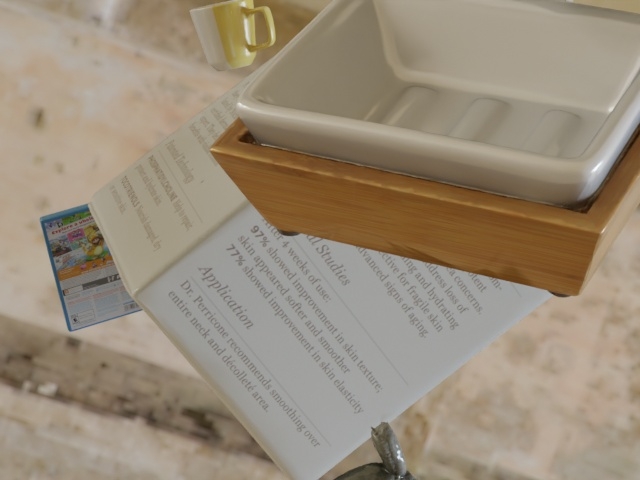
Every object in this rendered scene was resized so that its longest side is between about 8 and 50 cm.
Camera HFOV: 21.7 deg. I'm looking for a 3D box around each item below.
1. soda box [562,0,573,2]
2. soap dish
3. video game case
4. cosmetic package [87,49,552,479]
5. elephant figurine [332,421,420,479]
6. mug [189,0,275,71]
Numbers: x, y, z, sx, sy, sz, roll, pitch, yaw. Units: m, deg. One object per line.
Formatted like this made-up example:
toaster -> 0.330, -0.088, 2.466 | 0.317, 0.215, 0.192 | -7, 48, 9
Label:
soda box -> 0.218, -0.234, 1.875 | 0.098, 0.091, 0.286 | 15, 27, 9
soap dish -> 0.104, -0.078, 1.182 | 0.290, 0.118, 0.229 | 13, 41, 26
video game case -> -0.293, 0.030, 2.192 | 0.119, 0.166, 0.015 | -16, 26, -13
cosmetic package -> 0.000, 0.000, 1.932 | 0.329, 0.393, 0.327 | 53, -1, -25
elephant figurine -> 0.001, 0.289, 1.513 | 0.169, 0.186, 0.239 | 43, -30, -27
mug -> -0.086, -0.198, 1.604 | 0.062, 0.064, 0.078 | -16, 11, -25
